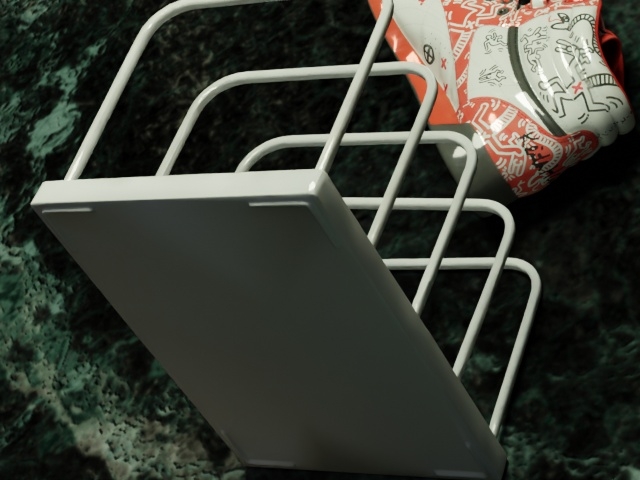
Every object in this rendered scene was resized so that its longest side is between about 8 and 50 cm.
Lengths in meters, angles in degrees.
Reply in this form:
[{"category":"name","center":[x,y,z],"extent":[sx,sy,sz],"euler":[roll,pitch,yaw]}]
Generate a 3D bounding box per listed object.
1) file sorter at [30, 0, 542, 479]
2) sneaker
[{"category":"file sorter","center":[0.000,0.000,1.093],"extent":[0.193,0.277,0.173],"euler":[-1,50,32]},{"category":"sneaker","center":[0.128,-0.145,1.264],"extent":[0.145,0.090,0.270],"euler":[-29,48,8]}]
